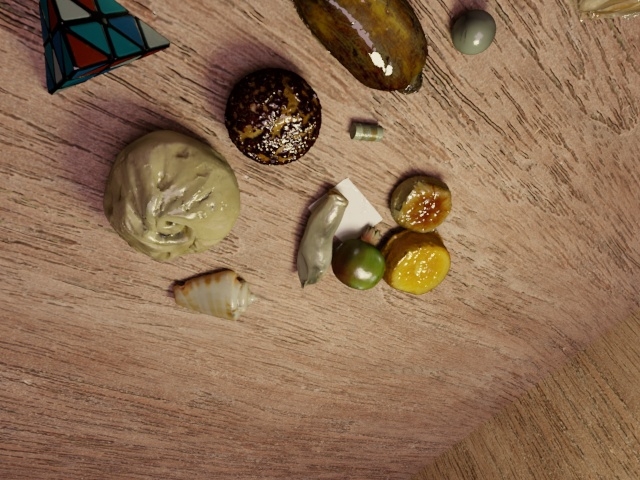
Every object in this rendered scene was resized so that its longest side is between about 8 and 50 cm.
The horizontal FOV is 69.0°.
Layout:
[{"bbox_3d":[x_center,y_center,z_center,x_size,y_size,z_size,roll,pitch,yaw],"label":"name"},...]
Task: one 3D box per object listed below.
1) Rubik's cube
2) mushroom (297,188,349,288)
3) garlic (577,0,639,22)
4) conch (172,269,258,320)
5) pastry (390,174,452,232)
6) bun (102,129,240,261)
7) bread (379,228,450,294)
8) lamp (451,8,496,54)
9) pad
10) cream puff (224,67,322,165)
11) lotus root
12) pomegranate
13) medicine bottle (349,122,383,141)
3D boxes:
[{"bbox_3d":[-0.402,-0.390,0.926,0.234,0.250,0.284,-13,130,-36],"label":"Rubik's cube"},{"bbox_3d":[-0.002,-0.001,1.435,0.110,0.097,0.351,8,125,-13],"label":"mushroom"},{"bbox_3d":[0.746,-0.636,1.159,0.230,0.178,0.142,-13,102,-33],"label":"garlic"},{"bbox_3d":[-0.324,0.188,1.456,0.255,0.127,0.158,-8,131,-13],"label":"conch"},{"bbox_3d":[0.313,-0.112,1.461,0.193,0.093,0.182,10,121,-26],"label":"pastry"},{"bbox_3d":[-0.356,-0.085,1.150,0.326,0.234,0.362,0,135,-27],"label":"bun"},{"bbox_3d":[0.319,0.069,1.583,0.269,0.145,0.268,-11,128,-14],"label":"bread"},{"bbox_3d":[0.376,-0.510,1.143,0.105,0.105,0.105,-10,131,-12],"label":"lamp"},{"bbox_3d":[0.083,-0.083,1.461,0.156,0.004,0.232,-37,131,11],"label":"pad"},{"bbox_3d":[-0.109,-0.286,1.110,0.239,0.164,0.239,-12,132,-14],"label":"cream puff"},{"bbox_3d":[0.100,-0.469,1.022,0.196,0.179,0.397,-41,130,18],"label":"lotus root"},{"bbox_3d":[0.134,0.054,1.494,0.180,0.180,0.209,29,88,-36],"label":"pomegranate"},{"bbox_3d":[0.126,-0.294,1.269,0.083,0.047,0.047,0,128,-21],"label":"medicine bottle"}]
